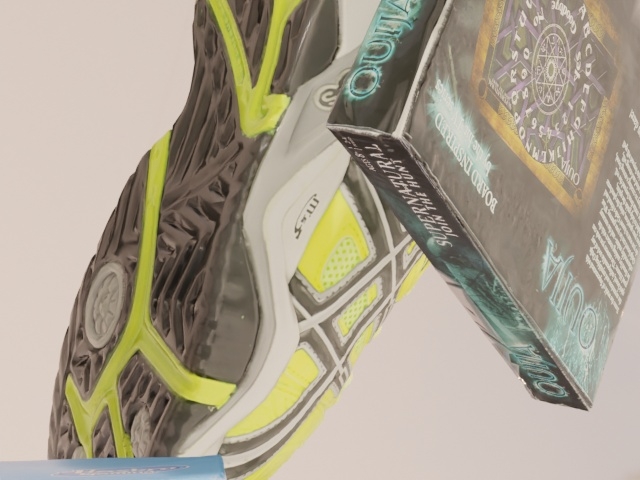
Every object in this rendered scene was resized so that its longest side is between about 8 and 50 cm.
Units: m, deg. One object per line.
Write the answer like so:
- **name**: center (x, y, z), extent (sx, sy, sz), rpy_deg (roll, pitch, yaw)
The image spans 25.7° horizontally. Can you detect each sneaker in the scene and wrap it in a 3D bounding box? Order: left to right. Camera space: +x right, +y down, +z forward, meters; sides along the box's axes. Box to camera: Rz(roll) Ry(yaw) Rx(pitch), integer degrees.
- **sneaker**: center (0.000, 0.000, 0.599), extent (0.147, 0.385, 0.145), rpy_deg (17, -166, -32)

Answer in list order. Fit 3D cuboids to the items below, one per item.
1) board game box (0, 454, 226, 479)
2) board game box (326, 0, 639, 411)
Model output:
- **board game box**: center (-0.140, 0.218, 0.361), extent (0.064, 0.242, 0.317), rpy_deg (142, 127, -85)
- **board game box**: center (0.070, -0.038, 0.450), extent (0.186, 0.026, 0.126), rpy_deg (49, -122, -51)
